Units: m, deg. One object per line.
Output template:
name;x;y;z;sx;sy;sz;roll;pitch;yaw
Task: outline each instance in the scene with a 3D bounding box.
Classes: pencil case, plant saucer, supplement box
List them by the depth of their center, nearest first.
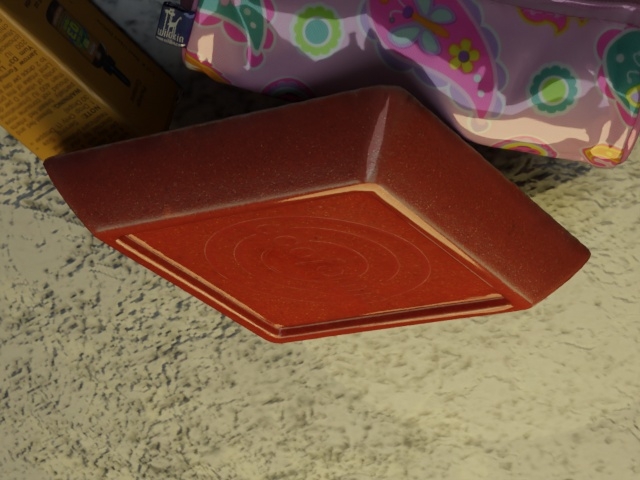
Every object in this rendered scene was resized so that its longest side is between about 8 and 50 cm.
pencil case;0.056;-0.127;1.078;0.284;0.124;0.124;15;132;-1
supplement box;-0.195;-0.131;1.150;0.080;0.078;0.233;-33;118;32
plant saucer;0.000;0.000;1.158;0.259;0.047;0.258;-10;152;31
